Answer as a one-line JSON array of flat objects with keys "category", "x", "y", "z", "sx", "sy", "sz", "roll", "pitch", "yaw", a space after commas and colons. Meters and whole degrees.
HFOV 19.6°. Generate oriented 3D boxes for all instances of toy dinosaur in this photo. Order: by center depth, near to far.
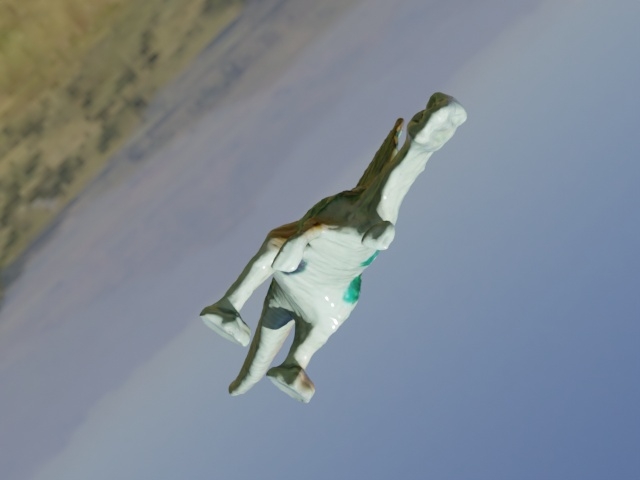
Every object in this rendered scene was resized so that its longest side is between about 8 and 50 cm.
[{"category": "toy dinosaur", "x": 0.003, "y": 0.002, "z": 0.659, "sx": 0.106, "sy": 0.044, "sz": 0.187, "roll": -59, "pitch": 175, "yaw": -12}]
